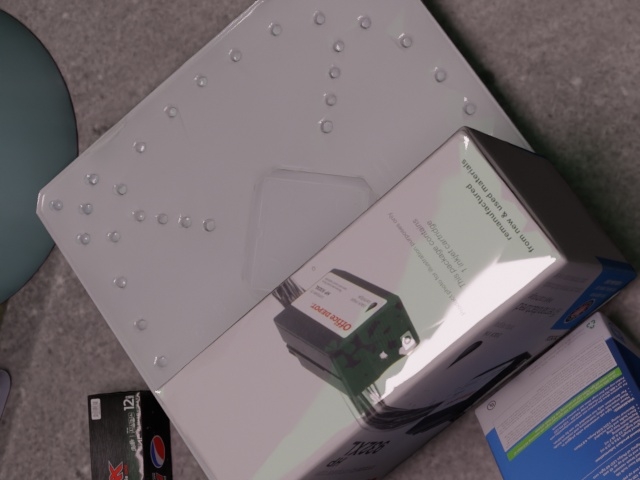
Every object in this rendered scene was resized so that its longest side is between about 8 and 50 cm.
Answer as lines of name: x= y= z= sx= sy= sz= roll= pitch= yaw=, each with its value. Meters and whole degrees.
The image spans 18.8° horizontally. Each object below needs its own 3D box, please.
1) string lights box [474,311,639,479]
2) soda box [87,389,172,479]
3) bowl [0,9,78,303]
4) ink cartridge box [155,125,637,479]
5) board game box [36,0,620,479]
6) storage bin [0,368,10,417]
string lights box: x=0.218 y=0.187 z=1.448 sx=0.133 sy=0.077 sz=0.259 roll=-40 pitch=35 yaw=16
soda box: x=-0.164 y=0.216 z=1.689 sx=0.053 sy=0.060 sz=0.169 roll=-5 pitch=84 yaw=21
bowl: x=-0.393 y=-0.081 z=1.749 sx=0.311 sy=0.163 sz=0.311 roll=-2 pitch=85 yaw=23
ink cartridge box: x=0.062 y=0.069 z=1.463 sx=0.307 sy=0.223 sz=0.129 roll=-40 pitch=74 yaw=15
board game box: x=0.000 y=0.000 z=1.642 sx=0.390 sy=0.050 sz=0.390 roll=-40 pitch=73 yaw=16
storage bin: x=-0.361 y=0.165 z=1.762 sx=0.091 sy=0.098 sz=0.135 roll=20 pitch=94 yaw=33
